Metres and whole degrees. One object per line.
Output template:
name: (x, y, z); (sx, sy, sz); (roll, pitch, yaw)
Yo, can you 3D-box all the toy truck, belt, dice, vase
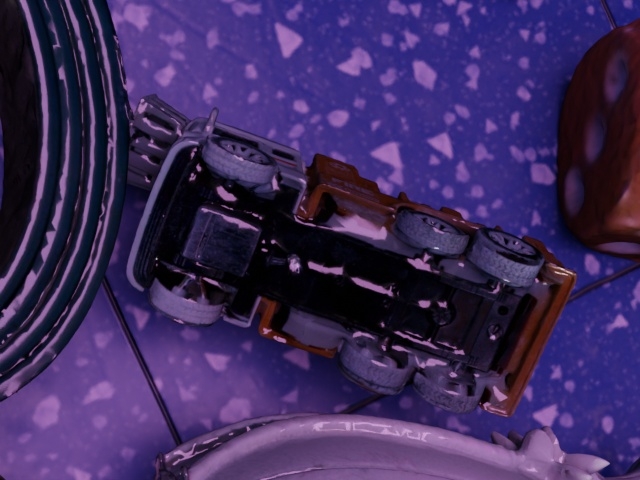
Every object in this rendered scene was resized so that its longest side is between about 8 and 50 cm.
toy truck: (0.000, 0.000, 1.094); (0.338, 0.184, 0.133); (20, 107, -9)
belt: (-0.294, -0.088, 1.013); (0.300, 0.173, 0.436); (-5, 87, -26)
dice: (0.299, -0.076, 1.195); (0.175, 0.179, 0.173); (6, 81, -12)
vase: (0.103, 0.242, 1.065); (0.446, 0.250, 0.249); (-1, 83, -22)

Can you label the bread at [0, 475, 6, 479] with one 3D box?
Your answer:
bread: (-0.219, 0.240, 0.963); (0.123, 0.190, 0.244); (-37, 117, -17)
